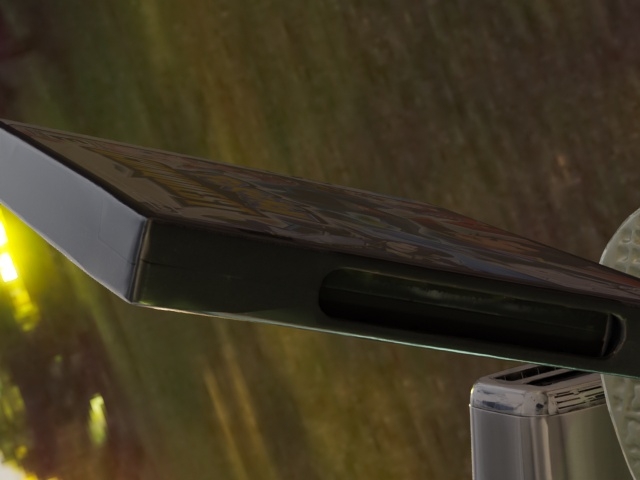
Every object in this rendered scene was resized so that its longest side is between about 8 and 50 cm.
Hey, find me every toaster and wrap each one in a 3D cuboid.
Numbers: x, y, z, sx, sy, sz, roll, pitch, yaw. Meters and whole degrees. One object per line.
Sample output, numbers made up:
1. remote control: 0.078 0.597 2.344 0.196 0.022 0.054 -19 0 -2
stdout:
1. toaster: 0.216 0.184 1.261 0.129 0.227 0.146 2 100 58

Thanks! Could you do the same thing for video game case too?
1. video game case: 0.000 0.000 0.616 0.275 0.248 0.035 25 103 64

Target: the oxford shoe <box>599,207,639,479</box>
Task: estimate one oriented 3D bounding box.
1. oxford shoe: 0.316 0.168 0.854 0.169 0.130 0.449 -47 67 34
